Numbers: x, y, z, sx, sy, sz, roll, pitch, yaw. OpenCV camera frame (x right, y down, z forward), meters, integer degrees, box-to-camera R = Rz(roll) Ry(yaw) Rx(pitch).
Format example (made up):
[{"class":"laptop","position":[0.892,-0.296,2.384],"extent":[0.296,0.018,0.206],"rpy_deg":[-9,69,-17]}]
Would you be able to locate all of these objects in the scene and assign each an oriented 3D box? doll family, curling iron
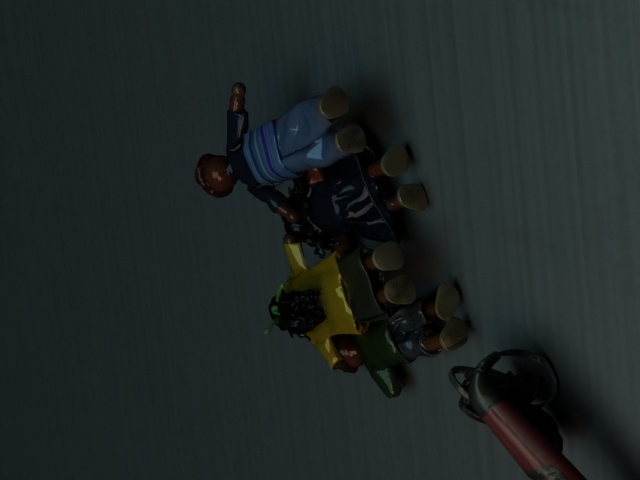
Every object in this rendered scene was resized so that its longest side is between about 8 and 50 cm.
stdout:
[{"class":"doll family","position":[0.000,0.000,1.006],"extent":[0.111,0.076,0.193],"rpy_deg":[-20,84,45]},{"class":"curling iron","position":[0.169,0.159,0.921],"extent":[0.274,0.068,0.035],"rpy_deg":[48,126,13]}]
